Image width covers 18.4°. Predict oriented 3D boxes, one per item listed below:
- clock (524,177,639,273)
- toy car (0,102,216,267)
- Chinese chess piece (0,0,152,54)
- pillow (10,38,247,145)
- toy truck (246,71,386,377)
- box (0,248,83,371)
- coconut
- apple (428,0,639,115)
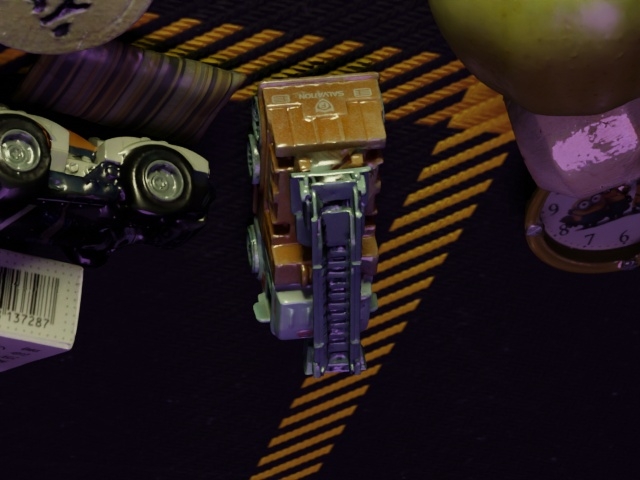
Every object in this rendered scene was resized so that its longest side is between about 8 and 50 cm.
[{"bbox_3d":[0.326,-0.056,2.136,0.237,0.057,0.237,-9,141,-8],"label":"clock"},{"bbox_3d":[-0.251,-0.053,1.935,0.301,0.118,0.193,8,157,-29],"label":"toy car"},{"bbox_3d":[-0.231,-0.247,1.732,0.188,0.083,0.188,-9,140,-8],"label":"Chinese chess piece"},{"bbox_3d":[-0.182,-0.148,1.898,0.203,0.038,0.113,13,137,-31],"label":"pillow"},{"bbox_3d":[0.000,0.000,2.012,0.133,0.184,0.338,-5,140,-8],"label":"toy truck"},{"bbox_3d":[-0.430,0.051,1.967,0.330,0.095,0.210,12,163,-29],"label":"box"},{"bbox_3d":[0.268,-0.131,1.947,0.162,0.161,0.161,-22,140,9],"label":"coconut"},{"bbox_3d":[0.230,-0.239,1.756,0.279,0.279,0.279,-8,141,-6],"label":"apple"}]
